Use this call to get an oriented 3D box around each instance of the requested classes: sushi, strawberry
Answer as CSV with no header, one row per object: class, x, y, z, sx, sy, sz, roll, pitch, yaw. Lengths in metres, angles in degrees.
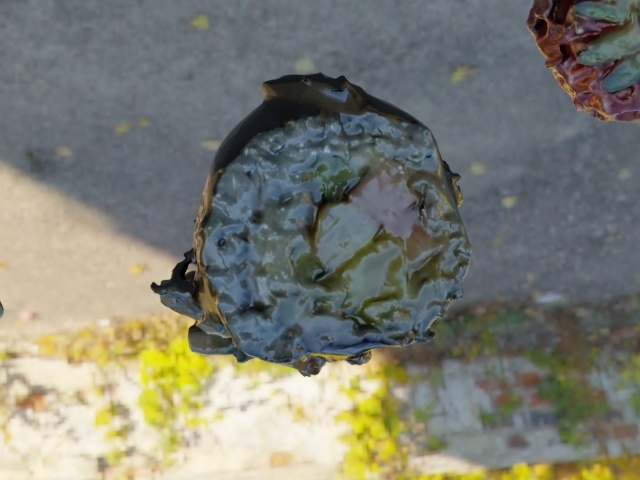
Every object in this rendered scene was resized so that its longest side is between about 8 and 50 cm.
sushi,0.000,0.001,1.092,0.239,0.225,0.219,15,171,3
strawberry,0.442,-0.319,1.828,0.295,0.317,0.345,22,-166,4

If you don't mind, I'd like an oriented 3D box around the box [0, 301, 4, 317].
box,-0.473,0.002,1.630,0.050,0.230,0.160,-30,-166,-34
